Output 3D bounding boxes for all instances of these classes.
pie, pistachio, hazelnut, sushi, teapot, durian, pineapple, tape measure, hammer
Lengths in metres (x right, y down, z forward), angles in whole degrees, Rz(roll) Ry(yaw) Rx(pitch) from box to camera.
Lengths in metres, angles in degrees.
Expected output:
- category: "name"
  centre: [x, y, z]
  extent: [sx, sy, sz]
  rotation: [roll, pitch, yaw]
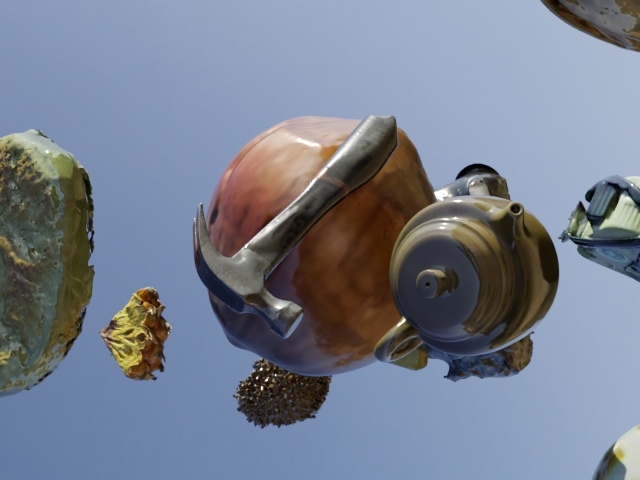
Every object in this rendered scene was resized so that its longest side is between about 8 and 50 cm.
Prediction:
- category: "pie"
  centre: [-0.392, 0.039, 1.547]
  extent: [0.078, 0.371, 0.297]
  rotation: [6, -124, -52]
- category: "pistachio"
  centre: [0.271, -0.250, 1.150]
  extent: [0.215, 0.144, 0.144]
  rotation: [28, -124, -21]
- category: "hazelnut"
  centre: [0.000, 0.000, 1.761]
  extent: [0.315, 0.372, 0.372]
  rotation: [43, -131, -56]
- category: "sushi"
  centre: [0.206, 0.078, 2.200]
  extent: [0.329, 0.285, 0.328]
  rotation: [58, -150, -46]
- category: "teapot"
  centre: [0.153, 0.050, 1.480]
  extent: [0.185, 0.268, 0.175]
  rotation: [50, -154, 20]
- category: "durian"
  centre: [-0.074, 0.263, 2.344]
  extent: [0.196, 0.196, 0.167]
  rotation: [-4, -118, -61]
- category: "pineapple"
  centre: [-0.270, 0.136, 1.888]
  extent: [0.069, 0.116, 0.137]
  rotation: [17, -102, -59]
- category: "tape measure"
  centre: [0.435, -0.004, 1.709]
  extent: [0.115, 0.235, 0.207]
  rotation: [-63, -15, -10]
- category: "hammer"
  centre: [-0.013, -0.037, 1.217]
  extent: [0.290, 0.137, 0.037]
  rotation: [-49, -12, -39]

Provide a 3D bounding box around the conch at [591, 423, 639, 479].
- category: "conch"
  centre: [0.432, 0.268, 1.364]
  extent: [0.249, 0.368, 0.197]
  rotation: [-27, -74, -69]
